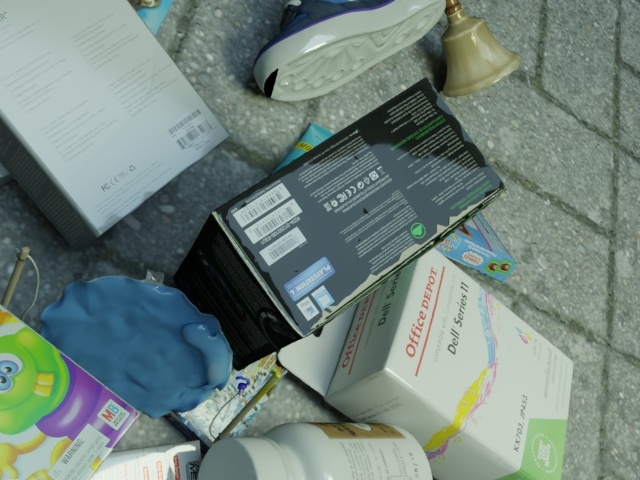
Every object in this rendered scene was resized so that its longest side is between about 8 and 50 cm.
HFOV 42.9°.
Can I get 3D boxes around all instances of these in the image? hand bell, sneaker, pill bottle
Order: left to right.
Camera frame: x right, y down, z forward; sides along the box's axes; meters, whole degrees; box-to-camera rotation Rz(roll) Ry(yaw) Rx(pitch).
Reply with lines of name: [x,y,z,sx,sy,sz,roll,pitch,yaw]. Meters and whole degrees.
sneaker: [-0.008,-0.339,1.101,0.322,0.130,0.236,-30,74,-27]
pill bottle: [-0.004,0.253,0.834,0.229,0.131,0.131,12,66,-41]
hand bell: [0.189,-0.345,1.180,0.126,0.126,0.242,-45,116,-37]

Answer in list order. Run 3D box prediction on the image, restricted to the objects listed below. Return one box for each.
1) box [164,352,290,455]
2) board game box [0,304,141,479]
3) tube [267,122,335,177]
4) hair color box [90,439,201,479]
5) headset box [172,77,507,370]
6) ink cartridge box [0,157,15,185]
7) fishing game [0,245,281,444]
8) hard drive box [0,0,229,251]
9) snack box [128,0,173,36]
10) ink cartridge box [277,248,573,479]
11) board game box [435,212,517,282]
box: [-0.104,0.157,0.886,0.094,0.027,0.137,48,53,-12]
board game box: [-0.309,0.125,0.654,0.275,0.144,0.142,39,55,-4]
tube: [-0.029,-0.074,1.012,0.080,0.052,0.207,33,51,9]
hair color box: [-0.185,0.239,0.788,0.141,0.043,0.072,1,72,-33]
headset box: [0.000,0.000,0.814,0.246,0.283,0.131,-34,88,-23]
ink cartridge box: [-0.371,-0.109,0.791,0.179,0.045,0.145,-34,93,-41]
fishing game: [-0.172,0.096,0.768,0.264,0.189,0.041,25,37,-11]
hard drive box: [-0.235,-0.138,0.802,0.181,0.089,0.232,-42,102,-30]
snack box: [-0.329,-0.296,0.880,0.321,0.060,0.187,31,57,-22]
ink cartridge box: [0.140,0.148,0.988,0.353,0.119,0.207,37,47,-18]
board game box: [0.144,-0.037,1.075,0.211,0.039,0.160,25,24,-26]
